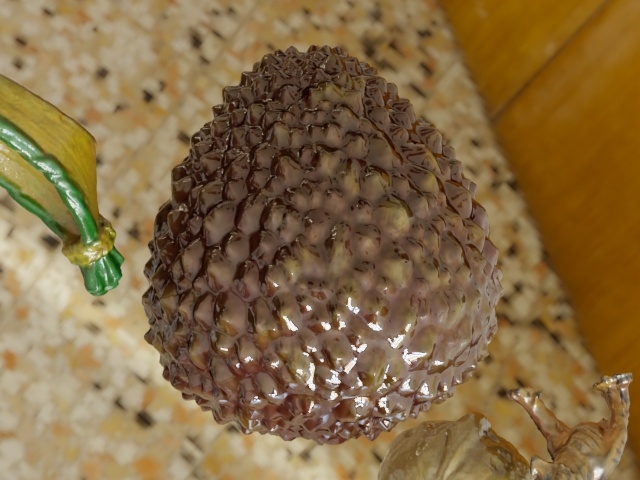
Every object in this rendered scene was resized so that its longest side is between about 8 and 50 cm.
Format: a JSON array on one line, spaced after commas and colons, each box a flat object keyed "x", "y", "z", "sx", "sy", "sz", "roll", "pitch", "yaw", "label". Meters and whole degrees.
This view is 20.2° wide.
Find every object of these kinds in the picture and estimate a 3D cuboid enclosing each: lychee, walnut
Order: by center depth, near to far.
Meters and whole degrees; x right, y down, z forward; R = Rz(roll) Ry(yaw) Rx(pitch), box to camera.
[{"x": 0.000, "y": 0.000, "z": 1.198, "sx": 0.271, "sy": 0.271, "sz": 0.271, "roll": 20, "pitch": 46, "yaw": -23, "label": "lychee"}, {"x": 0.132, "y": 0.238, "z": 1.754, "sx": 0.166, "sy": 0.149, "sz": 0.166, "roll": 11, "pitch": 14, "yaw": -3, "label": "walnut"}]

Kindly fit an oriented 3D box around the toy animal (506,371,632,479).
[{"x": 0.246, "y": 0.189, "z": 1.690, "sx": 0.255, "sy": 0.114, "sz": 0.116, "roll": 21, "pitch": 60, "yaw": -76, "label": "toy animal"}]

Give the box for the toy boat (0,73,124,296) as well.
[{"x": -0.206, "y": -0.051, "z": 1.111, "sx": 0.229, "sy": 0.089, "sz": 0.088, "roll": 31, "pitch": 73, "yaw": -25, "label": "toy boat"}]
